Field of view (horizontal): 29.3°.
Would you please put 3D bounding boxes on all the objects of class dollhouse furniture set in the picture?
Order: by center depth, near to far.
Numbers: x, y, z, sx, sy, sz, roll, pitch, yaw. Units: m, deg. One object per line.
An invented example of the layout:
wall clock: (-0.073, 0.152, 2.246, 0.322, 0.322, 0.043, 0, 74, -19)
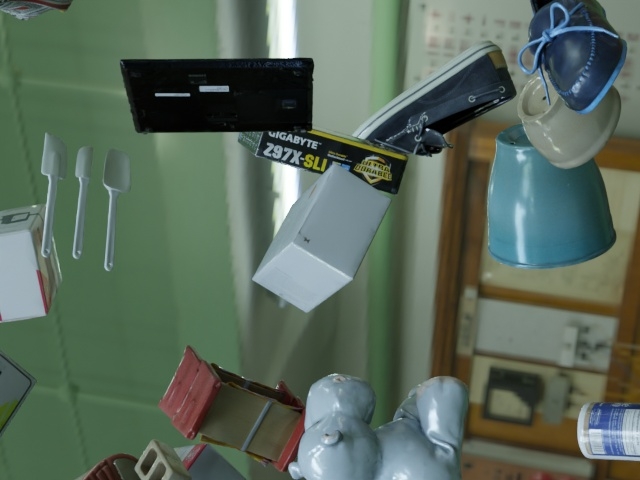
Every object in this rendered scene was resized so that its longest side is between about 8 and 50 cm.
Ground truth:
dollhouse furniture set: (-0.197, 0.385, 1.999, 0.374, 0.201, 0.152, -62, 28, 3)

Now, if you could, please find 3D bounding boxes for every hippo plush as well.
hippo plush: (0.072, 0.319, 1.765, 0.234, 0.236, 0.294, 116, 162, -51)

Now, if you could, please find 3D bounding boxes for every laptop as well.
laptop: (-0.127, -0.213, 1.602, 0.264, 0.234, 0.137, 91, 177, -65)

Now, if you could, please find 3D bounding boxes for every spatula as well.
spatula: (-0.420, -0.068, 2.187, 0.019, 0.168, 0.242, -32, 51, 47)

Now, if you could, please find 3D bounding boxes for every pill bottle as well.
pill bottle: (0.363, 0.220, 1.411, 0.067, 0.120, 0.067, 8, -99, -56)

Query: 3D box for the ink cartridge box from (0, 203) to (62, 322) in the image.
ink cartridge box: (-0.582, 0.040, 2.403, 0.237, 0.100, 0.172, -110, 11, -75)

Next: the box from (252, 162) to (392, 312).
box: (0.000, 0.000, 1.589, 0.130, 0.091, 0.170, -62, 10, -25)

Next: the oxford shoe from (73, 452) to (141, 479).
oxford shoe: (-0.447, 0.506, 1.999, 0.397, 0.140, 0.146, -34, 0, -36)

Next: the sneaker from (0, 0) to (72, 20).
sneaker: (-0.514, -0.402, 2.034, 0.093, 0.225, 0.088, 106, 149, -49)

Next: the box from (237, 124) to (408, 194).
box: (-0.004, -0.165, 2.203, 0.322, 0.257, 0.079, -135, 62, -78)

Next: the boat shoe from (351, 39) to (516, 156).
boat shoe: (0.236, -0.263, 2.852, 0.156, 0.500, 0.187, 57, -168, 9)

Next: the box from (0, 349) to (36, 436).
box: (-0.513, 0.239, 1.600, 0.087, 0.290, 0.169, 46, -130, -24)

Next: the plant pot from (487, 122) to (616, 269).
plant pot: (0.471, -0.111, 2.578, 0.272, 0.271, 0.255, -60, -38, -63)

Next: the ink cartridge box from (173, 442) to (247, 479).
ink cartridge box: (-0.232, 0.447, 2.150, 0.176, 0.127, 0.128, -20, 28, 55)

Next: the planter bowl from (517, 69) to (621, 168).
planter bowl: (0.390, -0.212, 1.993, 0.162, 0.109, 0.162, -38, 37, 36)

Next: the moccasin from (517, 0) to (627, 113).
moccasin: (0.338, -0.277, 1.726, 0.138, 0.117, 0.342, -53, 13, 21)
